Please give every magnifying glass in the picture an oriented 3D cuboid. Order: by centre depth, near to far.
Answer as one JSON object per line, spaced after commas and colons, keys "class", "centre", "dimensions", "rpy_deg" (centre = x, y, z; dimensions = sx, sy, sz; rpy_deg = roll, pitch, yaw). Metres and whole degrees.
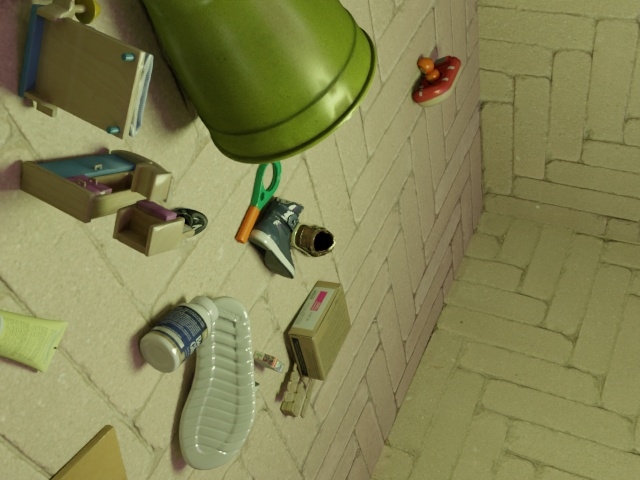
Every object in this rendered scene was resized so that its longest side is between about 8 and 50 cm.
{"class": "magnifying glass", "centre": [-0.150, -0.099, 1.717], "dimensions": [0.092, 0.026, 0.231], "rpy_deg": [56, 50, -59]}

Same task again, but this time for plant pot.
{"class": "plant pot", "centre": [-0.136, -0.388, 1.256], "dimensions": [0.353, 0.366, 0.366], "rpy_deg": [51, 56, -46]}

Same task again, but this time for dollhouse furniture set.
{"class": "dollhouse furniture set", "centre": [-0.275, -0.186, 1.070], "dimensions": [0.198, 0.286, 0.303], "rpy_deg": [-27, 138, -60]}

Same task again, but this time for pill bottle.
{"class": "pill bottle", "centre": [-0.288, 0.189, 1.477], "dimensions": [0.169, 0.094, 0.094], "rpy_deg": [-47, 143, -48]}

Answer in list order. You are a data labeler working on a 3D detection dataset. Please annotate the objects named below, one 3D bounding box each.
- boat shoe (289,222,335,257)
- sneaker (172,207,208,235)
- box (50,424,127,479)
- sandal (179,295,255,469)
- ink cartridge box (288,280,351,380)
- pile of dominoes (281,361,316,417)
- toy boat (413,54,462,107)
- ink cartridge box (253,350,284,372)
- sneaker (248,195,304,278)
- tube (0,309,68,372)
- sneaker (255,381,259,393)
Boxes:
{"class": "boat shoe", "centre": [-0.002, 0.008, 2.004], "dimensions": [0.257, 0.095, 0.095], "rpy_deg": [8, 95, -66]}
{"class": "sneaker", "centre": [-0.280, -0.027, 1.399], "dimensions": [0.188, 0.078, 0.067], "rpy_deg": [-5, 107, -66]}
{"class": "box", "centre": [-0.454, 0.477, 1.358], "dimensions": [0.201, 0.021, 0.164], "rpy_deg": [-45, 142, -49]}
{"class": "sandal", "centre": [-0.232, 0.330, 1.656], "dimensions": [0.102, 0.169, 0.416], "rpy_deg": [-145, -116, -72]}
{"class": "ink cartridge box", "centre": [0.002, 0.268, 2.132], "dimensions": [0.234, 0.088, 0.193], "rpy_deg": [-58, 145, -43]}
{"class": "pile of dominoes", "centre": [-0.063, 0.412, 2.188], "dimensions": [0.196, 0.040, 0.251], "rpy_deg": [65, 36, -53]}
{"class": "toy boat", "centre": [0.404, -0.595, 2.558], "dimensions": [0.151, 0.151, 0.231], "rpy_deg": [43, 58, -29]}
{"class": "ink cartridge box", "centre": [-0.145, 0.320, 1.899], "dimensions": [0.029, 0.063, 0.115], "rpy_deg": [-67, 154, -17]}
{"class": "sneaker", "centre": [-0.089, -0.011, 1.816], "dimensions": [0.163, 0.086, 0.226], "rpy_deg": [-62, 151, -23]}
{"class": "tube", "centre": [-0.478, 0.148, 1.096], "dimensions": [0.070, 0.062, 0.240], "rpy_deg": [-30, 158, 5]}
{"class": "sneaker", "centre": [-0.205, 0.406, 1.827], "dimensions": [0.152, 0.054, 0.061], "rpy_deg": [-3, 108, -66]}
